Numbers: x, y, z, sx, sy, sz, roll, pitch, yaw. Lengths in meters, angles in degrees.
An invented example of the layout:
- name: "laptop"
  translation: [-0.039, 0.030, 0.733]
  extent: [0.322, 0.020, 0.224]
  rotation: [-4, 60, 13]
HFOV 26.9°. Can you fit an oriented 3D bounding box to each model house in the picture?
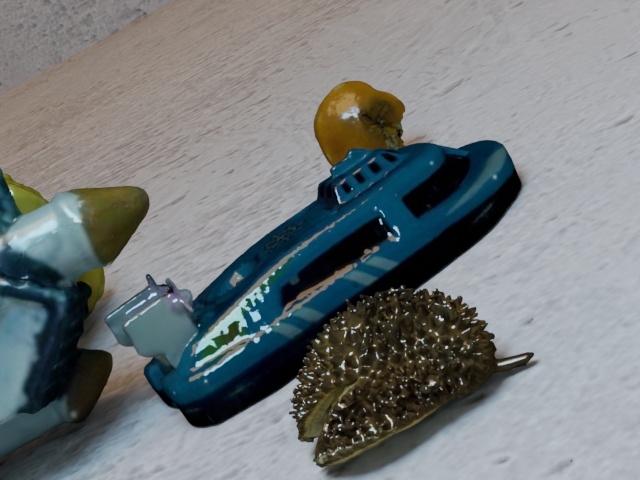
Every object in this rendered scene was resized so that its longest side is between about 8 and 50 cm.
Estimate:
- name: "model house"
  translation: [-0.242, 0.041, 0.928]
  extent: [0.291, 0.253, 0.184]
  rotation: [-25, 1, 2]

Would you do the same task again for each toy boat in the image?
- name: "toy boat"
  translation: [0.000, 0.000, 0.921]
  extent: [0.299, 0.092, 0.134]
  rotation: [-37, 16, -16]

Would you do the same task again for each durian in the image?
- name: "durian"
  translation: [0.042, 0.063, 0.726]
  extent: [0.140, 0.071, 0.110]
  rotation: [-19, 21, 17]

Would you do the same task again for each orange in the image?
- name: "orange"
  translation: [0.035, -0.090, 1.093]
  extent: [0.086, 0.086, 0.062]
  rotation: [-35, 3, -15]

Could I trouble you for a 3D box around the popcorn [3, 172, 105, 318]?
- name: "popcorn"
  translation: [-0.280, 0.043, 1.138]
  extent: [0.200, 0.203, 0.226]
  rotation: [49, 122, 36]
